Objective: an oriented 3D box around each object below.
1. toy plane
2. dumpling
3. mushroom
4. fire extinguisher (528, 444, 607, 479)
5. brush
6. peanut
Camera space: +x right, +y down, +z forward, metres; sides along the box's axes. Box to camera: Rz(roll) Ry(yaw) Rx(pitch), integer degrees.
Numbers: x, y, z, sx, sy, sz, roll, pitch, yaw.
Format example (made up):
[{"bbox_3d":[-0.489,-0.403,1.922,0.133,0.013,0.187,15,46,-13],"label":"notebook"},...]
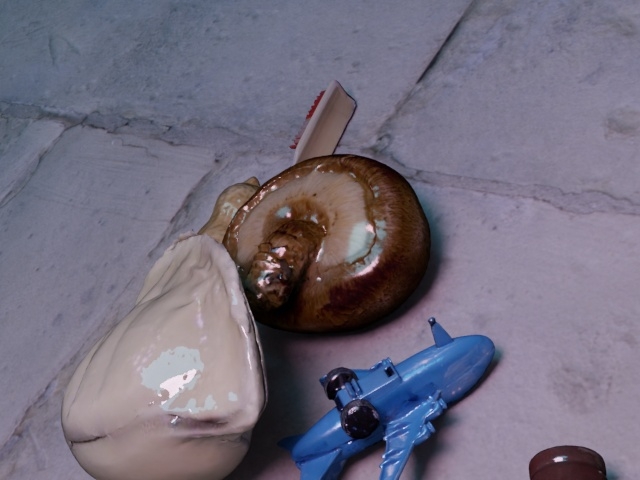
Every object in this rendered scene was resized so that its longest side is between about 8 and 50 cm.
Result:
[{"bbox_3d":[0.074,0.182,1.141,0.271,0.105,0.254,-39,24,2],"label":"toy plane"},{"bbox_3d":[-0.180,0.140,1.211,0.395,0.233,0.315,-30,59,57],"label":"dumpling"},{"bbox_3d":[0.003,0.014,1.317,0.297,0.163,0.278,6,46,39],"label":"mushroom"},{"bbox_3d":[0.232,0.297,0.898,0.075,0.106,0.252,-3,45,8],"label":"fire extinguisher"},{"bbox_3d":[-0.030,-0.112,1.546,0.050,0.060,0.321,-13,43,44],"label":"brush"},{"bbox_3d":[-0.133,-0.010,1.486,0.086,0.104,0.228,24,55,-2],"label":"peanut"}]
